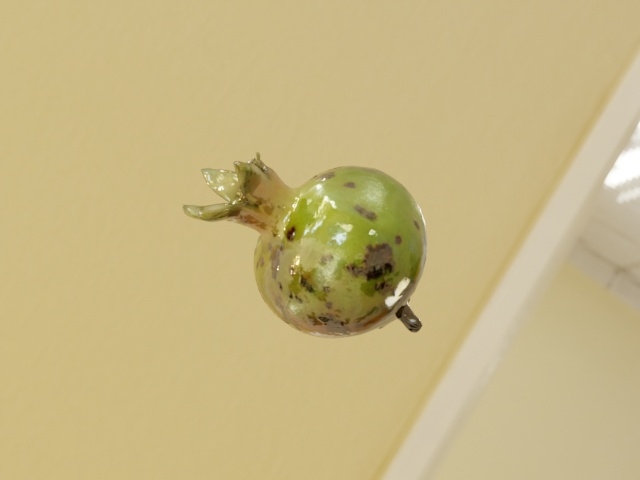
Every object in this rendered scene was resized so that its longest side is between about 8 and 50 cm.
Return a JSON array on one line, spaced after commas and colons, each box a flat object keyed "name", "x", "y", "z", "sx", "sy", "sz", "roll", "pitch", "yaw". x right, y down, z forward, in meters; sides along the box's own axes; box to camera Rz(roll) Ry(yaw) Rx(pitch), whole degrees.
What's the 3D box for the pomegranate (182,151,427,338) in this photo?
[{"name": "pomegranate", "x": -0.009, "y": 0.004, "z": 1.353, "sx": 0.220, "sy": 0.156, "sz": 0.156, "roll": 15, "pitch": 179, "yaw": -31}]
